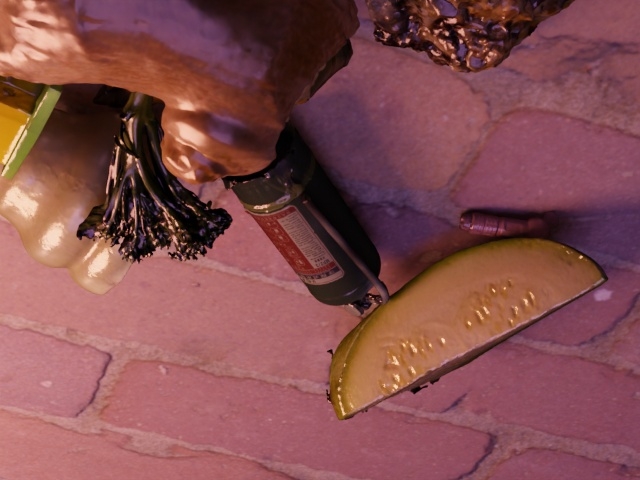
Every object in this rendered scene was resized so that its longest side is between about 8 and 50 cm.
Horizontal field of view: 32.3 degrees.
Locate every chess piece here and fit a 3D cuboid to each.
[{"bbox_3d":[-0.311,-0.096,1.034,0.330,0.182,0.182,29,128,-20],"label":"chess piece"}]

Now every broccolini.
[{"bbox_3d":[-0.108,-0.083,0.913,0.123,0.062,0.271,18,123,-16],"label":"broccolini"}]

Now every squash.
[{"bbox_3d":[0.142,0.082,1.226,0.203,0.111,0.289,-16,164,-37],"label":"squash"}]

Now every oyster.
[{"bbox_3d":[0.136,-0.236,0.963,0.223,0.083,0.214,-27,133,14],"label":"oyster"}]

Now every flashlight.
[{"bbox_3d":[0.208,-0.013,1.223,0.110,0.052,0.031,9,174,-2],"label":"flashlight"}]

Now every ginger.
[{"bbox_3d":[-0.108,-0.148,0.781,0.276,0.130,0.221,-5,116,-3],"label":"ginger"}]

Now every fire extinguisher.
[{"bbox_3d":[0.000,0.000,1.182,0.118,0.093,0.294,11,148,40],"label":"fire extinguisher"}]

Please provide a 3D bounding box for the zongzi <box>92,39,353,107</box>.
[{"bbox_3d":[-0.130,-0.236,0.955,0.289,0.123,0.260,5,124,37],"label":"zongzi"}]

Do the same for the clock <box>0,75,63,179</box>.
[{"bbox_3d":[-0.326,-0.201,0.877,0.255,0.219,0.106,22,132,-22],"label":"clock"}]
